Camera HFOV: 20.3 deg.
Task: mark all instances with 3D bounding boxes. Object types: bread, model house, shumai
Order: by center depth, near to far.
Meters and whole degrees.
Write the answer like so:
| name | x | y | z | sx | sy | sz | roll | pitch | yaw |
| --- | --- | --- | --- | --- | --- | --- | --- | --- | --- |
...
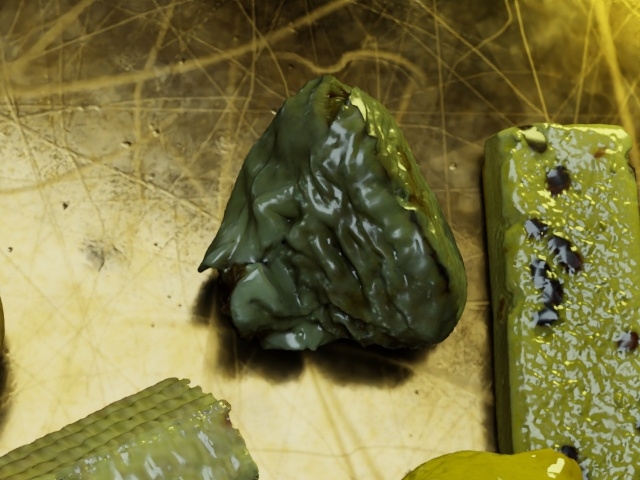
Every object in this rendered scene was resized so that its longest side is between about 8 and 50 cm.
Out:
| name | x | y | z | sx | sy | sz | roll | pitch | yaw |
| --- | --- | --- | --- | --- | --- | --- | --- | --- | --- |
| model house | -0.164 | 0.213 | 1.427 | 0.196 | 0.254 | 0.160 | -22 | 84 | -25 |
| shumai | 0.002 | -0.001 | 1.590 | 0.218 | 0.189 | 0.256 | -29 | 94 | 3 |
| bread | 0.226 | 0.063 | 1.627 | 0.138 | 0.077 | 0.361 | 1 | 73 | -8 |

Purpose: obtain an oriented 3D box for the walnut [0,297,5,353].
| name | x | y | z | sx | sy | sz | roll | pitch | yaw |
| --- | --- | --- | --- | --- | --- | --- | --- | --- | --- |
| walnut | -0.373 | 0.080 | 1.482 | 0.228 | 0.228 | 0.228 | 2 | 72 | -6 |

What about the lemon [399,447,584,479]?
| name | x | y | z | sx | sy | sz | roll | pitch | yaw |
| --- | --- | --- | --- | --- | --- | --- | --- | --- | --- |
| lemon | 0.128 | 0.311 | 1.445 | 0.253 | 0.253 | 0.310 | 22 | 101 | 0 |
